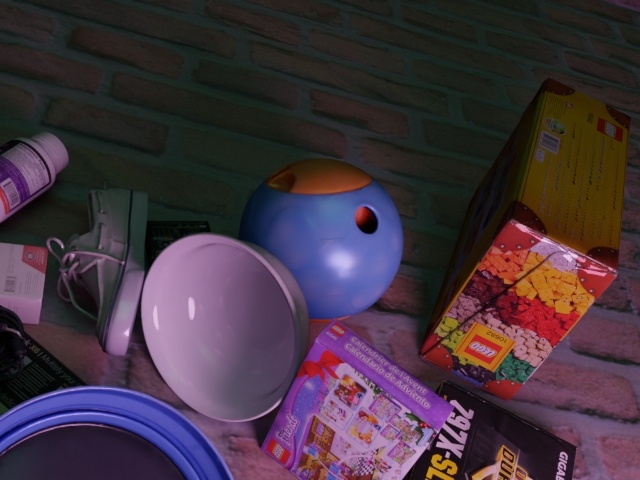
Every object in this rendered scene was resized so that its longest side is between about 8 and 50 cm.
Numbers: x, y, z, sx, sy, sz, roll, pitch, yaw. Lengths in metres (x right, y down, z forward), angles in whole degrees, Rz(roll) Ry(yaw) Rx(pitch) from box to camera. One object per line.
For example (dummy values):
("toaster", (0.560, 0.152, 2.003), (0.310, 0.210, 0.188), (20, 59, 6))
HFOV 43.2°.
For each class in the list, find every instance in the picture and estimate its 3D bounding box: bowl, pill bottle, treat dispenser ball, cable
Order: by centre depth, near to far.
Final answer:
("bowl", (-0.280, 0.376, 1.000), (0.391, 0.077, 0.391), (18, 53, -26))
("cable", (-0.504, 0.137, 1.113), (0.184, 0.047, 0.150), (-1, 48, -24))
("bowl", (-0.126, 0.120, 1.265), (0.298, 0.298, 0.134), (40, 28, 17))
("treat dispenser ball", (0.000, 0.000, 1.413), (0.288, 0.288, 0.288), (12, 44, -12))
("pill bottle", (-0.538, -0.115, 1.422), (0.108, 0.108, 0.193), (31, 43, 8))

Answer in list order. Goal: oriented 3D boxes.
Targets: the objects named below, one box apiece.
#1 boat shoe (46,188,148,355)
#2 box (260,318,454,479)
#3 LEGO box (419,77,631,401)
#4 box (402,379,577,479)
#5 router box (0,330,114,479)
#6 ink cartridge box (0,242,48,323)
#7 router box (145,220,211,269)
("boat shoe", (-0.372, 0.034, 1.329), (0.156, 0.136, 0.367), (9, 42, -16))
("box", (0.042, 0.270, 1.156), (0.201, 0.293, 0.057), (35, 44, 12))
("LEGO box", (0.395, -0.015, 1.536), (0.193, 0.372, 0.500), (26, 43, 2))
("box", (0.257, 0.407, 1.276), (0.257, 0.079, 0.322), (26, 43, 5))
("router box", (-0.470, 0.243, 1.117), (0.309, 0.081, 0.243), (36, 45, 13))
("ink cartridge box", (-0.541, 0.062, 1.277), (0.198, 0.067, 0.115), (8, 45, -19))
("router box", (-0.256, 0.009, 1.473), (0.122, 0.038, 0.092), (0, 47, -23))
